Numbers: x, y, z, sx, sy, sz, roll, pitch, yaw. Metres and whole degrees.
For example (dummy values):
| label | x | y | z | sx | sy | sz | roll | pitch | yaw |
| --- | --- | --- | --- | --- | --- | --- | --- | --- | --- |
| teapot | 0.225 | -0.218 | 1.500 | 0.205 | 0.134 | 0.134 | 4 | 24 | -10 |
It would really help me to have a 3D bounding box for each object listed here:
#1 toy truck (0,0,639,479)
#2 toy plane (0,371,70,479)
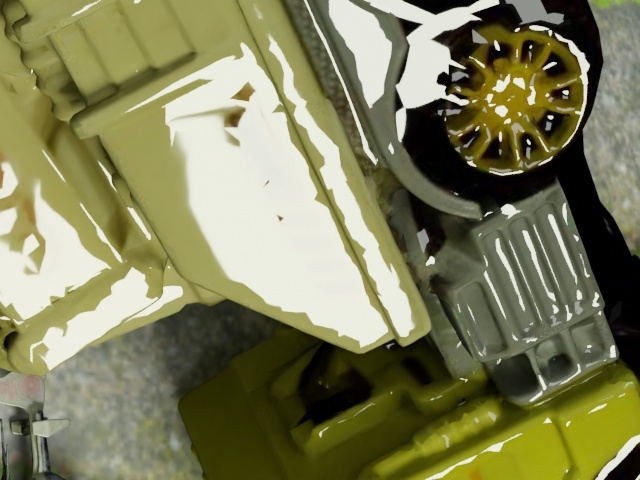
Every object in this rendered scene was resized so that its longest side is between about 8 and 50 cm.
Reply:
| label | x | y | z | sx | sy | sz | roll | pitch | yaw |
| --- | --- | --- | --- | --- | --- | --- | --- | --- | --- |
| toy truck | 0.000 | 0.000 | 0.607 | 0.254 | 0.180 | 0.405 | -27 | 119 | -1 |
| toy plane | -0.115 | 0.112 | 0.658 | 0.049 | 0.031 | 0.120 | -5 | 85 | -27 |
